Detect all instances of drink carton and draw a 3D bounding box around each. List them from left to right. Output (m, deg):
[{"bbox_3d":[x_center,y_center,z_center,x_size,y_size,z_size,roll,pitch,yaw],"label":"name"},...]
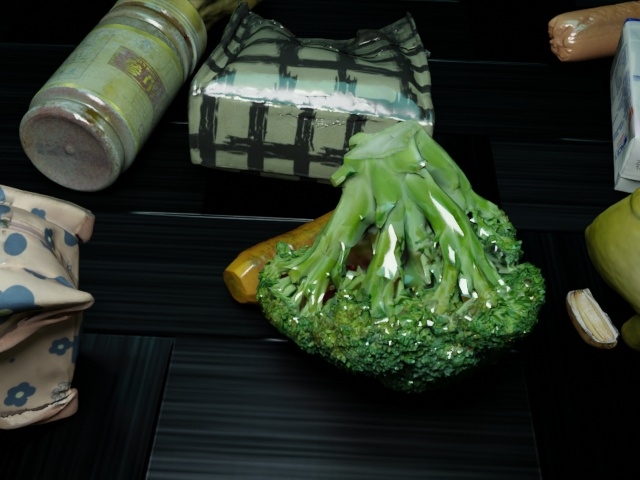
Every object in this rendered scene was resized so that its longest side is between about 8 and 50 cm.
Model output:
[{"bbox_3d":[0.500,-0.197,1.177,0.130,0.107,0.315,9,46,10],"label":"drink carton"}]

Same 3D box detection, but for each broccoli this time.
[{"bbox_3d":[0.081,0.024,0.847,0.307,0.275,0.308,-16,24,8],"label":"broccoli"}]

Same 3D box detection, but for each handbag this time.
[{"bbox_3d":[-0.328,0.070,0.796,0.193,0.252,0.190,2,45,-24],"label":"handbag"},{"bbox_3d":[-0.001,-0.221,1.161,0.325,0.163,0.327,6,37,0],"label":"handbag"}]

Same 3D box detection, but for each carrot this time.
[{"bbox_3d":[0.000,0.000,0.994,0.260,0.070,0.070,-29,53,-28],"label":"carrot"}]

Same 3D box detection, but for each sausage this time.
[{"bbox_3d":[0.516,-0.355,1.348,0.289,0.086,0.086,-12,47,-14],"label":"sausage"}]

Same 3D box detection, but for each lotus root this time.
[{"bbox_3d":[0.311,0.096,0.935,0.037,0.030,0.083,-14,46,-6],"label":"lotus root"}]

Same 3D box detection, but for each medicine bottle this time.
[{"bbox_3d":[-0.286,-0.222,1.150,0.151,0.151,0.322,11,46,9],"label":"medicine bottle"}]

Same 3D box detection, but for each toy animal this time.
[{"bbox_3d":[0.416,0.098,0.842,0.181,0.363,0.180,-27,0,17],"label":"toy animal"}]

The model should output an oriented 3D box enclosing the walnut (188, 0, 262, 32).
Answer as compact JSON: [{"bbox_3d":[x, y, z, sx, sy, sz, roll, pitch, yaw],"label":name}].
[{"bbox_3d":[-0.222,-0.475,1.317,0.282,0.277,0.253,-32,75,4],"label":"walnut"}]
